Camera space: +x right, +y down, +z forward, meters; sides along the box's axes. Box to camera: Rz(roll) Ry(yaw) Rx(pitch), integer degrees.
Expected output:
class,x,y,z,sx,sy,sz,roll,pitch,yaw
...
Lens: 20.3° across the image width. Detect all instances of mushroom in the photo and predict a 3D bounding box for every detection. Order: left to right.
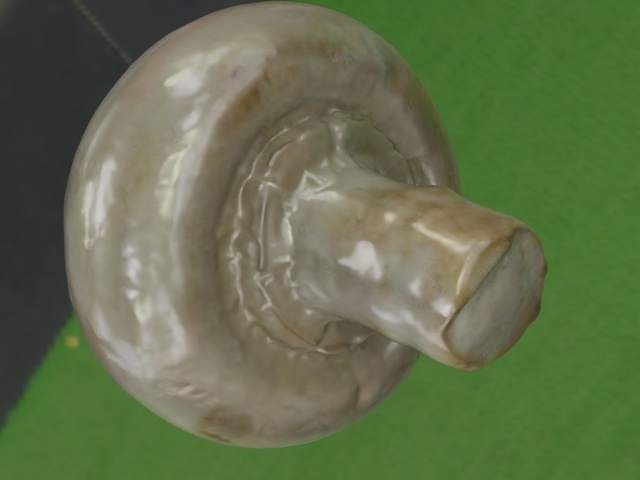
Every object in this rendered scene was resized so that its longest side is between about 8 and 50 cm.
class,x,y,z,sx,sy,sz,roll,pitch,yaw
mushroom,-0.015,0.007,0.808,0.206,0.206,0.209,-56,37,21
